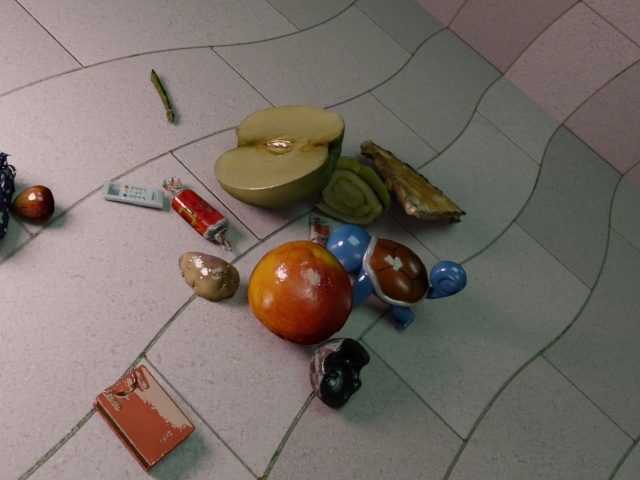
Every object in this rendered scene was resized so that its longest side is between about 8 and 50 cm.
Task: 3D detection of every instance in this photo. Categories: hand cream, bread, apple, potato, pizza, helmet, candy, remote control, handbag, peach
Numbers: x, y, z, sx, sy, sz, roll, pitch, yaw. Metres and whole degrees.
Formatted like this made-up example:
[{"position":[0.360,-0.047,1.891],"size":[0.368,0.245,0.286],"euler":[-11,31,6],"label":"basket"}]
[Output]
[{"position":[0.000,0.000,1.791],"size":[0.080,0.050,0.234],"euler":[16,42,-12],"label":"hand cream"},{"position":[0.103,-0.152,1.877],"size":[0.257,0.186,0.124],"euler":[31,33,-19],"label":"bread"},{"position":[-0.113,-0.254,1.722],"size":[0.360,0.320,0.312],"euler":[6,6,22],"label":"apple"},{"position":[-0.290,0.087,1.516],"size":[0.172,0.089,0.100],"euler":[26,48,-11],"label":"potato"},{"position":[0.345,-0.170,2.048],"size":[0.392,0.080,0.435],"euler":[22,29,-34],"label":"pizza"},{"position":[0.031,0.325,1.484],"size":[0.153,0.107,0.177],"euler":[30,80,-45],"label":"helmet"},{"position":[-0.342,-0.076,1.641],"size":[0.292,0.059,0.086],"euler":[42,47,9],"label":"candy"},{"position":[-0.514,-0.124,1.603],"size":[0.162,0.029,0.061],"euler":[9,48,-18],"label":"remote control"},{"position":[-0.810,-0.107,1.350],"size":[0.162,0.113,0.260],"euler":[-1,58,-6],"label":"handbag"},{"position":[-0.053,0.139,1.508],"size":[0.281,0.238,0.281],"euler":[1,74,-3],"label":"peach"},{"position":[-0.379,0.376,1.250],"size":[0.190,0.063,0.127],"euler":[48,47,9],"label":"handbag"}]

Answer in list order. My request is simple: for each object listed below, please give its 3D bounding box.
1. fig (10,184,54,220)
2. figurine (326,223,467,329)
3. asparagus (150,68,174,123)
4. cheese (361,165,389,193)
[{"position":[-0.720,-0.088,1.428],"size":[0.125,0.089,0.089],"euler":[-9,58,-13],"label":"fig"},{"position":[0.208,0.109,1.724],"size":[0.416,0.243,0.298],"euler":[19,53,11],"label":"figurine"},{"position":[-0.508,-0.463,1.884],"size":[0.034,0.027,0.236],"euler":[7,49,-51],"label":"asparagus"},{"position":[0.134,-0.218,2.037],"size":[0.245,0.052,0.135],"euler":[19,50,-17],"label":"cheese"}]
